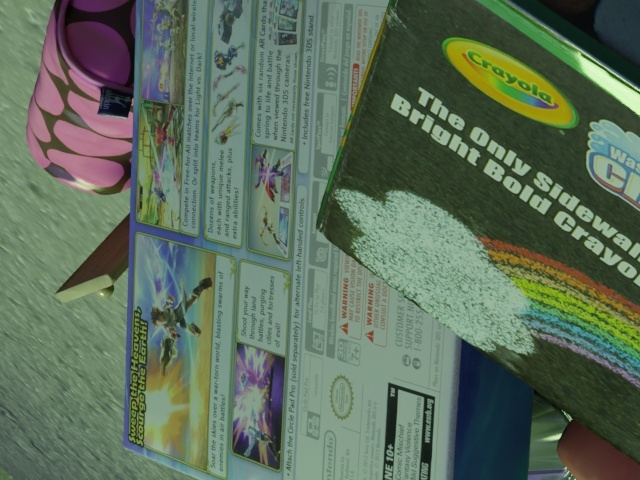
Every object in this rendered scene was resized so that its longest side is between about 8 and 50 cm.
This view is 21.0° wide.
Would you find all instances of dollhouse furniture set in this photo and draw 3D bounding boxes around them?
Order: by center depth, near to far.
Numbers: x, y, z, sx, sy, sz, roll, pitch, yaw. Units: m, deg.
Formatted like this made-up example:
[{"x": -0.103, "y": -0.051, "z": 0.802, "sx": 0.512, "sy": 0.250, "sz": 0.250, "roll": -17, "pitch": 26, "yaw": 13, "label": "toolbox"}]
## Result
[{"x": -0.049, "y": 0.038, "z": 1.097, "sx": 0.144, "sy": 0.123, "sz": 0.151, "roll": -19, "pitch": 113, "yaw": 44, "label": "dollhouse furniture set"}]

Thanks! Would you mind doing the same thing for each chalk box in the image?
[{"x": 0.133, "y": -0.068, "z": 0.549, "sx": 0.180, "sy": 0.179, "sz": 0.289, "roll": 36, "pitch": 159, "yaw": 5, "label": "chalk box"}]

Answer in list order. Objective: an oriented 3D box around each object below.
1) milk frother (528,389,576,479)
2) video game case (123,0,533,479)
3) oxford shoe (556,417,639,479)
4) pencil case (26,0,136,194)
[{"x": 0.097, "y": 0.031, "z": 0.878, "sx": 0.143, "sy": 0.135, "sz": 0.129, "roll": 36, "pitch": 129, "yaw": -5, "label": "milk frother"}, {"x": 0.000, "y": 0.000, "z": 0.846, "sx": 0.244, "sy": 0.061, "sz": 0.270, "roll": 14, "pitch": 105, "yaw": 46, "label": "video game case"}, {"x": 0.287, "y": 0.112, "z": 0.771, "sx": 0.348, "sy": 0.130, "sz": 0.123, "roll": 21, "pitch": -168, "yaw": -12, "label": "oxford shoe"}, {"x": -0.126, "y": -0.090, "z": 1.058, "sx": 0.098, "sy": 0.095, "sz": 0.209, "roll": 23, "pitch": 163, "yaw": -7, "label": "pencil case"}]
